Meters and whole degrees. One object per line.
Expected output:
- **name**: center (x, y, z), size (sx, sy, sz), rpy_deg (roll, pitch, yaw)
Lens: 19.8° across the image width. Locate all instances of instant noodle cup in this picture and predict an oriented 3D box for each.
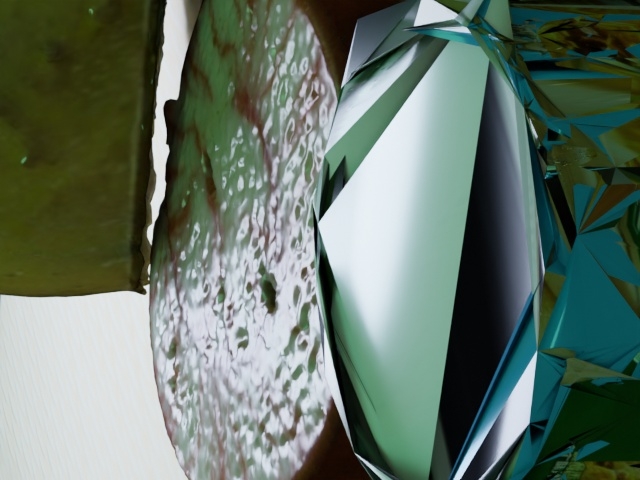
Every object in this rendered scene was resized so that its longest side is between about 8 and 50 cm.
- **instant noodle cup**: center (0.114, 0.010, 0.670), size (0.240, 0.178, 0.240), rpy_deg (180, 90, -66)

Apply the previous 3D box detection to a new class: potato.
- **potato**: center (-0.242, -0.190, 1.185), size (0.385, 0.319, 0.442), rpy_deg (102, 169, -64)

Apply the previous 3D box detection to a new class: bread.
- **bread**: center (0.002, 0.000, 1.010), size (0.295, 0.114, 0.327), rpy_deg (-121, 39, -50)
